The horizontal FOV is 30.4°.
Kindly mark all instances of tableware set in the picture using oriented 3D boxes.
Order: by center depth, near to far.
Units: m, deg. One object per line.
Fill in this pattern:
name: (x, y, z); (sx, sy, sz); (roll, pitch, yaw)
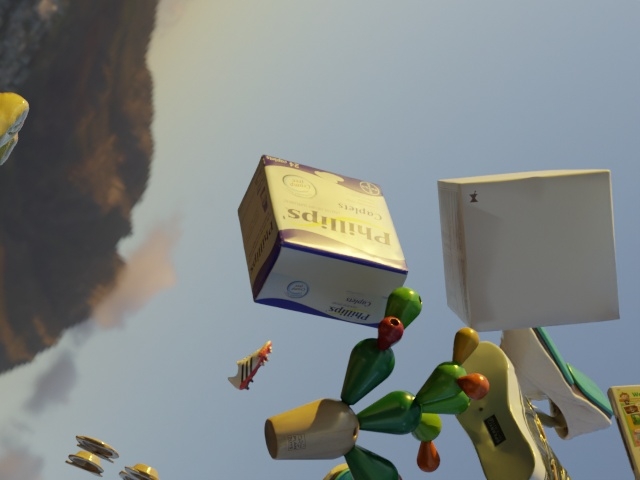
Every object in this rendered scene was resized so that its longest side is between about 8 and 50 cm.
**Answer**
tableware set: (-0.284, 0.318, 1.640); (0.020, 0.141, 0.169); (-66, -175, -26)

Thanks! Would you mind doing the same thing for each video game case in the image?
video game case: (0.575, 0.311, 1.843); (0.023, 0.212, 0.193); (102, -17, -52)

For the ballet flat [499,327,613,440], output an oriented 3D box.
ballet flat: (0.383, 0.243, 2.031); (0.139, 0.400, 0.139); (-21, -132, 25)

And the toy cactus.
toy cactus: (0.047, 0.154, 0.962); (0.112, 0.180, 0.219); (-137, -136, -60)

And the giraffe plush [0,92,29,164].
giraffe plush: (-0.426, -0.103, 1.195); (0.181, 0.170, 0.210); (-53, -174, 24)

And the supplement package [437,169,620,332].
supplement package: (0.279, 0.006, 1.630); (0.263, 0.199, 0.198); (-97, -178, -86)

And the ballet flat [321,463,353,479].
ballet flat: (-0.008, 0.301, 1.192); (0.052, 0.057, 0.168); (14, -95, 51)

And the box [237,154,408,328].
box: (0.000, 0.000, 1.062); (0.137, 0.126, 0.072); (-105, -145, -50)

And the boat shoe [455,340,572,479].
boat shoe: (0.168, 0.175, 1.042); (0.065, 0.083, 0.183); (-32, -145, 16)

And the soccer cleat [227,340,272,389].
soccer cleat: (-0.099, 0.173, 1.664); (0.083, 0.035, 0.029); (-57, 167, -17)
